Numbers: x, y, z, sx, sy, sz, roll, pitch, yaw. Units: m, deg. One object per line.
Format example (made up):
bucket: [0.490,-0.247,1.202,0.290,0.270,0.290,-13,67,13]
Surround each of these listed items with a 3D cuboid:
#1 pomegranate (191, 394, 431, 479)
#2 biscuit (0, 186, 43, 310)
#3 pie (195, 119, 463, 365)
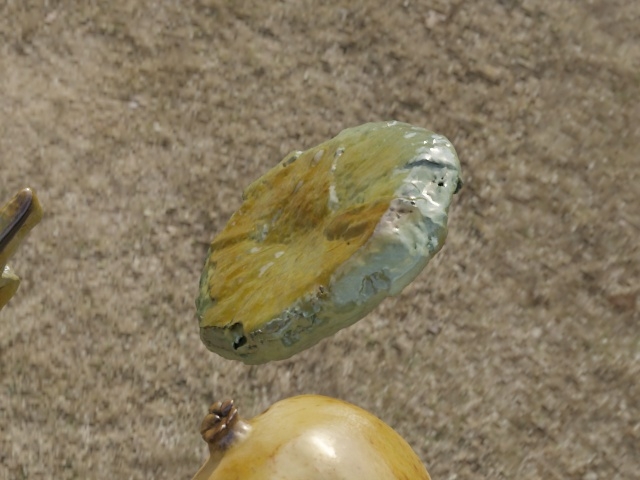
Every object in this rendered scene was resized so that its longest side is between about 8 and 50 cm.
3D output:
pomegranate: [-0.014,0.188,0.852,0.196,0.196,0.196,7,54,-10]
biscuit: [-0.423,0.028,1.638,0.039,0.183,0.174,33,71,9]
pie: [0.000,0.000,1.124,0.071,0.306,0.306,46,49,-25]
